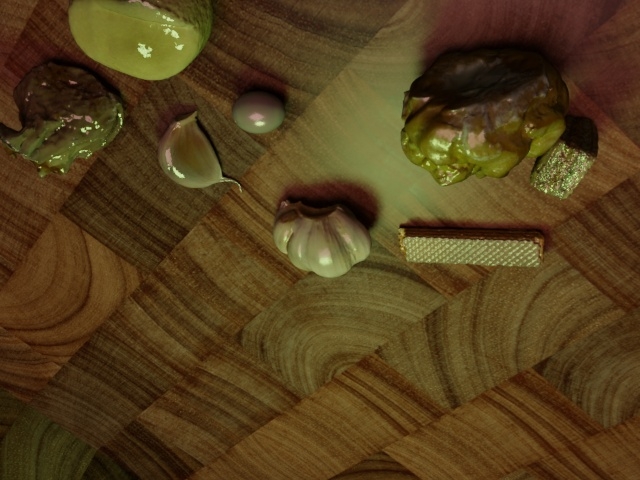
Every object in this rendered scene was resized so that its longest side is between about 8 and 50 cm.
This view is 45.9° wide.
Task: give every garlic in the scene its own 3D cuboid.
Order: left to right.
[{"bbox_3d":[-0.340,-0.200,2.025,0.148,0.129,0.267,-5,136,35],"label":"garlic"},{"bbox_3d":[0.002,0.013,2.016,0.280,0.185,0.203,-3,142,18],"label":"garlic"}]

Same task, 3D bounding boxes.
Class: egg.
[{"bbox_3d":[-0.152,-0.315,1.859,0.134,0.103,0.103,3,127,11],"label":"egg"}]

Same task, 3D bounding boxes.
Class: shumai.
[{"bbox_3d":[-0.682,-0.297,1.938,0.313,0.262,0.267,0,127,15],"label":"shumai"}]

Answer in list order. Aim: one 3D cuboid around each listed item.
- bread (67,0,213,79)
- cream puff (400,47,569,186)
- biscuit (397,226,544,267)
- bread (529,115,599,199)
[{"bbox_3d":[-0.400,-0.526,1.699,0.320,0.237,0.321,14,144,10],"label":"bread"},{"bbox_3d":[0.350,-0.244,1.629,0.378,0.378,0.276,-4,126,20],"label":"cream puff"},{"bbox_3d":[0.388,0.015,1.978,0.378,0.054,0.094,2,127,15],"label":"biscuit"},{"bbox_3d":[0.545,-0.191,1.687,0.102,0.196,0.138,28,129,4],"label":"bread"}]
